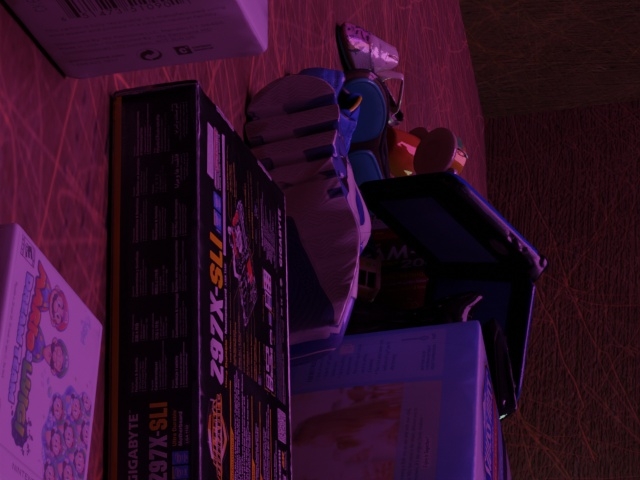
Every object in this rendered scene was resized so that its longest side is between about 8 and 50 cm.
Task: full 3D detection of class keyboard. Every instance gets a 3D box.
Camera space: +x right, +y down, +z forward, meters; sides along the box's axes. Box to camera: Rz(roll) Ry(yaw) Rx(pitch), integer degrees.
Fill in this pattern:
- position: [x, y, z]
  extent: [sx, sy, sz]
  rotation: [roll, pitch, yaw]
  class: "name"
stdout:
- position: [0.175, 0.232, 1.653]
  extent: [0.317, 0.033, 0.201]
  rotation: [122, -30, -65]
  class: "keyboard"

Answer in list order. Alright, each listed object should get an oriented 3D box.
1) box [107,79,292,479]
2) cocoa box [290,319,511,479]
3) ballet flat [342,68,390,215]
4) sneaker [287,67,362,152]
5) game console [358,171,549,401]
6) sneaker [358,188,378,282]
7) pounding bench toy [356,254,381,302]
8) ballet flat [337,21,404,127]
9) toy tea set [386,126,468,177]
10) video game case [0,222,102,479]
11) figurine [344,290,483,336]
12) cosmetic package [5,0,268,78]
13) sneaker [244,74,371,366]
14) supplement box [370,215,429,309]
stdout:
- position: [-0.091, 0.070, 1.094]
  extent: [0.257, 0.079, 0.322]
  rotation: [48, 37, -67]
  class: "box"
- position: [0.060, 0.270, 1.315]
  extent: [0.347, 0.231, 0.228]
  rotation: [-77, 156, -58]
  class: "cocoa box"
- position: [0.044, -0.149, 1.820]
  extent: [0.280, 0.095, 0.096]
  rotation: [85, -3, -51]
  class: "ballet flat"
- position: [0.019, -0.139, 1.697]
  extent: [0.209, 0.082, 0.069]
  rotation: [69, 17, -54]
  class: "sneaker"
- position: [0.143, 0.059, 1.721]
  extent: [0.250, 0.173, 0.293]
  rotation: [42, -15, -15]
  class: "game console"
- position: [0.051, 0.000, 1.754]
  extent: [0.073, 0.063, 0.162]
  rotation: [54, -15, 49]
  class: "sneaker"
- position: [0.036, 0.059, 1.697]
  extent: [0.052, 0.065, 0.083]
  rotation: [119, -19, -49]
  class: "pounding bench toy"
- position: [0.086, -0.254, 2.066]
  extent: [0.221, 0.079, 0.077]
  rotation: [69, 20, -49]
  class: "ballet flat"
- position: [0.180, -0.050, 2.094]
  extent: [0.124, 0.200, 0.336]
  rotation: [26, 48, -38]
  class: "toy tea set"
- position: [-0.173, 0.091, 0.834]
  extent: [0.143, 0.019, 0.157]
  rotation: [65, 22, -57]
  class: "video game case"
- position: [0.090, 0.165, 1.562]
  extent: [0.092, 0.209, 0.215]
  rotation: [49, 37, -69]
  class: "figurine"
- position: [-0.125, -0.230, 0.908]
  extent: [0.151, 0.151, 0.184]
  rotation: [59, 29, -64]
  class: "cosmetic package"
- position: [0.000, -0.001, 1.426]
  extent: [0.182, 0.127, 0.315]
  rotation: [62, 23, -55]
  class: "sneaker"
- position: [0.118, 0.071, 1.929]
  extent: [0.073, 0.130, 0.239]
  rotation: [26, 58, -75]
  class: "supplement box"
